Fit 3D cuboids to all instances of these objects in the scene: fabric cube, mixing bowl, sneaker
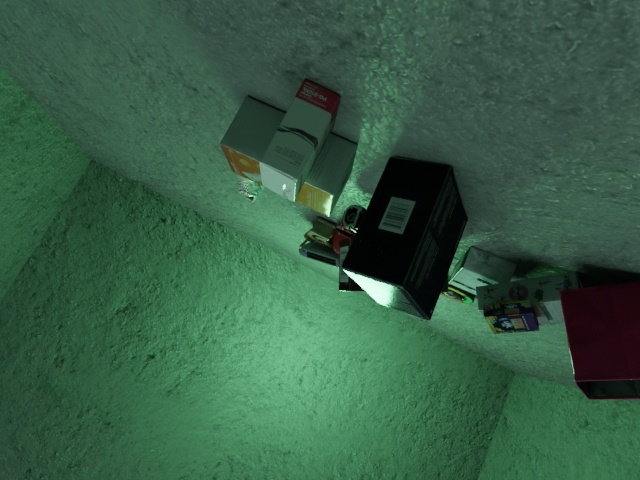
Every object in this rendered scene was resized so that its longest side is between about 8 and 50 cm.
[{"bbox_3d":[0.841,0.284,1.216,0.259,0.257,0.254,-14,144,33],"label":"fabric cube"},{"bbox_3d":[0.125,0.026,2.006,0.182,0.098,0.181,26,-172,-4],"label":"mixing bowl"},{"bbox_3d":[-0.314,-0.246,1.903,0.088,0.092,0.228,23,166,21],"label":"sneaker"}]

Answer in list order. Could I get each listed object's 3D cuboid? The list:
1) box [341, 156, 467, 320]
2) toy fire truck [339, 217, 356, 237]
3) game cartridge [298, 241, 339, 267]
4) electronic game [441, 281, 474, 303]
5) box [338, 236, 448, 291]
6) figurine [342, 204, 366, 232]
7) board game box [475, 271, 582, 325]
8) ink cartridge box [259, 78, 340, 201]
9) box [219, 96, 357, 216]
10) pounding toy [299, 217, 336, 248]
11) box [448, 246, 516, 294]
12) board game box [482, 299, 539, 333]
[{"bbox_3d":[0.249,0.004,1.218,0.179,0.342,0.312,16,164,32],"label":"box"},{"bbox_3d":[0.185,-0.032,1.893,0.192,0.047,0.135,35,164,-33],"label":"toy fire truck"},{"bbox_3d":[0.063,0.058,2.231,0.298,0.062,0.198,16,-157,37],"label":"game cartridge"},{"bbox_3d":[0.641,0.253,2.160,0.230,0.048,0.229,24,167,6],"label":"electronic game"},{"bbox_3d":[0.262,0.090,1.588,0.382,0.190,0.143,3,174,-14],"label":"box"},{"bbox_3d":[0.223,-0.054,1.587,0.215,0.092,0.209,-2,158,35],"label":"figurine"},{"bbox_3d":[0.708,0.211,1.470,0.304,0.097,0.224,-15,144,30],"label":"board game box"},{"bbox_3d":[-0.052,-0.236,1.073,0.100,0.237,0.172,26,167,1],"label":"ink cartridge box"},{"bbox_3d":[-0.088,-0.239,1.299,0.346,0.168,0.215,25,168,5],"label":"box"},{"bbox_3d":[0.000,0.000,2.146,0.154,0.154,0.269,30,170,-5],"label":"pounding toy"},{"bbox_3d":[0.595,0.128,1.641,0.169,0.087,0.290,23,168,11],"label":"box"},{"bbox_3d":[0.612,0.249,1.409,0.141,0.048,0.170,-11,147,29],"label":"board game box"}]
